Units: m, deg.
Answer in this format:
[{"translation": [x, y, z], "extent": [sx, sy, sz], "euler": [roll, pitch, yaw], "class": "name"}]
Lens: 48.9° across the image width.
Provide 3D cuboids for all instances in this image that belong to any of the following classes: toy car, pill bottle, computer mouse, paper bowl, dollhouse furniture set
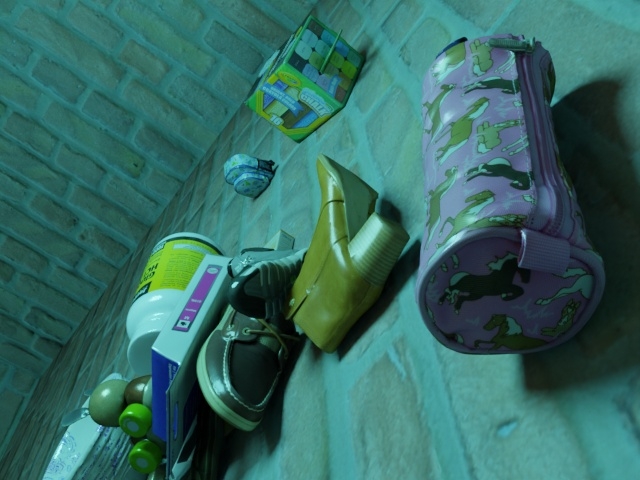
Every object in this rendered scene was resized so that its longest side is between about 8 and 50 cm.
[{"translation": [-0.346, 0.299, 1.225], "extent": [0.155, 0.188, 0.148], "euler": [-61, -32, -62], "class": "toy car"}, {"translation": [-0.300, 0.140, 1.488], "extent": [0.188, 0.188, 0.334], "euler": [-48, 20, 24], "class": "pill bottle"}, {"translation": [-0.228, 0.371, 1.171], "extent": [0.106, 0.042, 0.193], "euler": [-20, 45, 67], "class": "computer mouse"}, {"translation": [-0.418, 0.418, 1.391], "extent": [0.284, 0.148, 0.284], "euler": [-48, 20, 24], "class": "paper bowl"}, {"translation": [-0.312, 0.417, 1.259], "extent": [0.081, 0.091, 0.114], "euler": [121, 166, -45], "class": "dollhouse furniture set"}]

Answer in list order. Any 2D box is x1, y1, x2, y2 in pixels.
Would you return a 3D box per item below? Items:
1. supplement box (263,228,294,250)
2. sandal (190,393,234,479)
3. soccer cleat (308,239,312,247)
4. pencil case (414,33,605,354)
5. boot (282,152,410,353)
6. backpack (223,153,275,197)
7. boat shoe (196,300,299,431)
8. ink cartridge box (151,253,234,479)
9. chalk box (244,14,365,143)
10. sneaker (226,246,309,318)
[{"translation": [-0.088, 0.033, 1.378], "extent": [0.062, 0.036, 0.098], "euler": [-44, 22, 32], "class": "supplement box"}, {"translation": [-0.156, 0.288, 1.110], "extent": [0.090, 0.060, 0.219], "euler": [-44, 36, 49], "class": "sandal"}, {"translation": [0.000, 0.000, 1.231], "extent": [0.083, 0.029, 0.035], "euler": [-52, 23, 26], "class": "soccer cleat"}, {"translation": [0.177, -0.064, 0.710], "extent": [0.160, 0.167, 0.386], "euler": [-11, 39, 19], "class": "pencil case"}, {"translation": [0.005, 0.011, 1.036], "extent": [0.211, 0.104, 0.295], "euler": [-54, 32, 16], "class": "boot"}, {"translation": [-0.192, -0.172, 1.848], "extent": [0.105, 0.114, 0.084], "euler": [-37, 46, 40], "class": "backpack"}, {"translation": [-0.098, 0.149, 1.096], "extent": [0.123, 0.123, 0.342], "euler": [-48, 13, 19], "class": "boat shoe"}, {"translation": [-0.214, 0.188, 1.159], "extent": [0.371, 0.069, 0.175], "euler": [-77, -5, -60], "class": "ink cartridge box"}, {"translation": [-0.023, -0.402, 1.717], "extent": [0.289, 0.179, 0.180], "euler": [-26, 34, 54], "class": "chalk box"}, {"translation": [-0.106, 0.060, 1.095], "extent": [0.229, 0.132, 0.086], "euler": [-19, -69, -59], "class": "sneaker"}]
